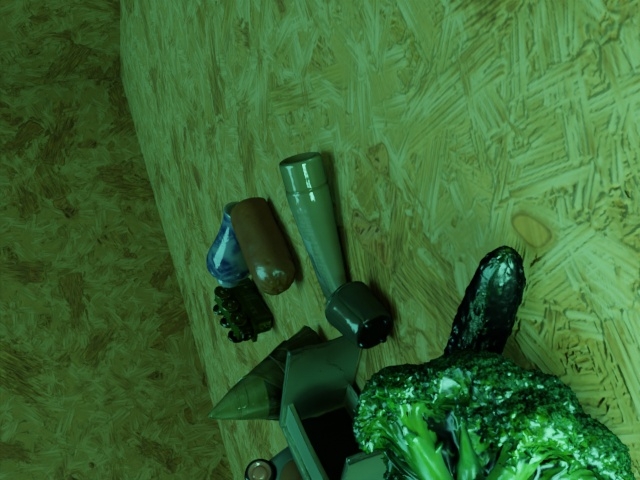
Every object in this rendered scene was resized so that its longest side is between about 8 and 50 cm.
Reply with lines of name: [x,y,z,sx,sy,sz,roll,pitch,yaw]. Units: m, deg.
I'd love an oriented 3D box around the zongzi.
zongzi: [-0.128,0.372,1.342,0.154,0.318,0.289,48,146,29]

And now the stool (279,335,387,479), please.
stool: [0.050,0.353,1.100,0.243,0.170,0.269,56,149,40]

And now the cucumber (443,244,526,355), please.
cucumber: [0.199,0.127,0.746,0.072,0.081,0.303,17,124,14]

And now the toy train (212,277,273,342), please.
toy train: [-0.228,0.205,1.721,0.225,0.137,0.090,49,139,41]

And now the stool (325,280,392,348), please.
stool: [0.069,0.132,1.035,0.110,0.096,0.096,45,142,43]

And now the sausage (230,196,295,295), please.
sausage: [-0.138,0.015,1.435,0.113,0.114,0.259,106,145,-50]

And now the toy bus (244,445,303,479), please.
toy bus: [-0.043,0.582,1.342,0.232,0.288,0.194,41,142,30]

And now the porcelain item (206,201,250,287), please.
porcelain item: [-0.246,0.018,1.665,0.141,0.141,0.259,53,138,44]

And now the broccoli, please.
broccoli: [0.157,0.254,0.622,0.298,0.297,0.297,19,131,23]

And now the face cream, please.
face cream: [0.000,0.000,1.154,0.137,0.084,0.341,30,138,63]
